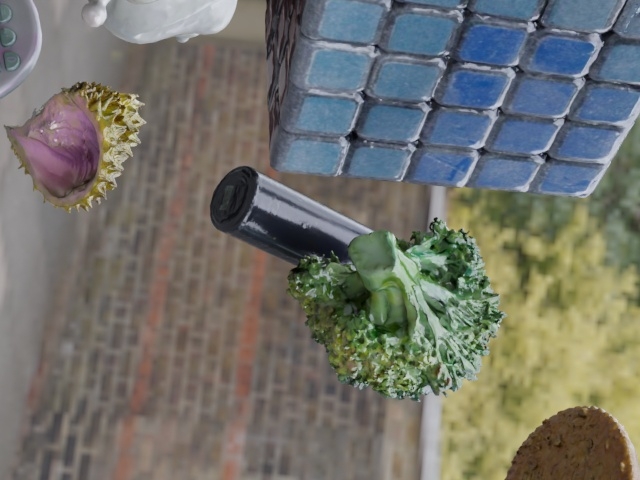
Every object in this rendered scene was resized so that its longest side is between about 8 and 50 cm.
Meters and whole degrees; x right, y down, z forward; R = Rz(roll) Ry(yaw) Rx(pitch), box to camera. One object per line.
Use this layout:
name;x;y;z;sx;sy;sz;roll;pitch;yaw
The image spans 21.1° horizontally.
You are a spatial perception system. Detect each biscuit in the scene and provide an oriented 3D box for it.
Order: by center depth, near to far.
biscuit;0.293;0.319;2.084;0.254;0.035;0.254;-39;-142;40

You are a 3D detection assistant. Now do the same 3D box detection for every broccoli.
broccoli;0.067;0.045;1.666;0.194;0.219;0.194;6;90;-71

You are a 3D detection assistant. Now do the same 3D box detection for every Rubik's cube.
Rubik's cube;0.095;-0.190;1.119;0.237;0.237;0.238;108;-16;-56

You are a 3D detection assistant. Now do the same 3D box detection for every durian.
durian;-0.275;-0.113;1.951;0.182;0.132;0.165;-40;-150;26

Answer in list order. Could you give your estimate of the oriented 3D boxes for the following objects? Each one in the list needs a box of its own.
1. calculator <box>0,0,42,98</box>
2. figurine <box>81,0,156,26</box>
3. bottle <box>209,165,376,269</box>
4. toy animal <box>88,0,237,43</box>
calculator;-0.460;-0.215;1.920;0.041;0.298;0.186;97;-20;-75
figurine;-0.135;-0.291;1.312;0.144;0.182;0.257;-1;92;-51
bottle;0.000;0.000;1.783;0.082;0.244;0.072;19;-96;52
toy animal;-0.117;-0.333;1.800;0.174;0.249;0.289;39;70;-41
